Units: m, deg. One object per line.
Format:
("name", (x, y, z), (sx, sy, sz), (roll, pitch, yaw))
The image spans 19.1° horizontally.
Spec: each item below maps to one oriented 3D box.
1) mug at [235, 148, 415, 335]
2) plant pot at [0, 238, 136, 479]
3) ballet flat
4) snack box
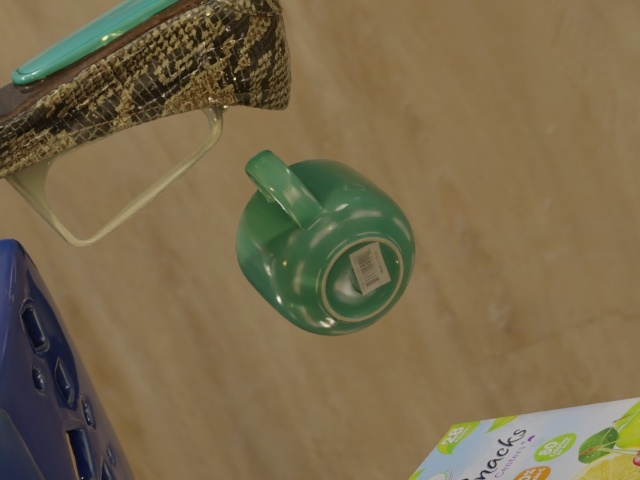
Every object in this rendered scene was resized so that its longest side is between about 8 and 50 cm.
("mug", (0.000, 0.009, 1.509), (0.097, 0.157, 0.129), (41, 113, 51))
("plant pot", (-0.247, 0.174, 1.168), (0.236, 0.212, 0.236), (-20, 119, 2))
("ballet flat", (-0.235, -0.068, 1.484), (0.482, 0.164, 0.182), (-23, 106, -16))
("snack box", (0.124, 0.170, 1.099), (0.207, 0.174, 0.070), (-16, 111, 44))
